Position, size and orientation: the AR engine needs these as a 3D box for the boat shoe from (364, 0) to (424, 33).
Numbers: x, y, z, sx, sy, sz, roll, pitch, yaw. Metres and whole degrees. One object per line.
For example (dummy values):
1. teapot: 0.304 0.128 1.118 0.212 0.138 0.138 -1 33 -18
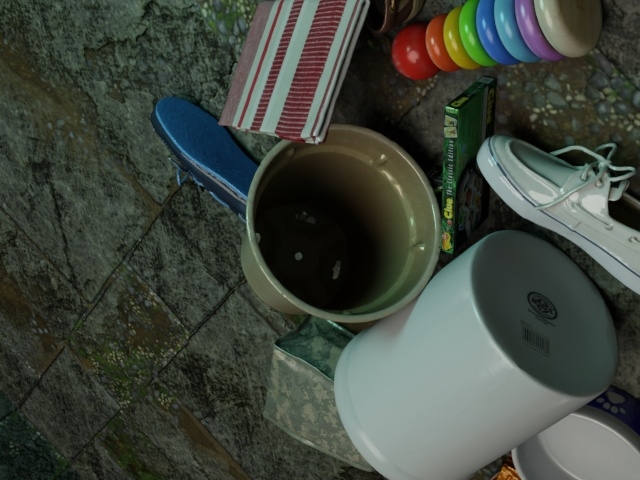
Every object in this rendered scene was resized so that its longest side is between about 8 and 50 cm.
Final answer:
1. boat shoe: 0.060 -0.477 1.396 0.123 0.123 0.342 3 120 37

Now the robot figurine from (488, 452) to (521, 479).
1. robot figurine: 0.403 0.566 1.880 0.211 0.085 0.291 28 132 20

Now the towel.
1. towel: -0.047 -0.281 1.508 0.329 0.037 0.237 19 91 57

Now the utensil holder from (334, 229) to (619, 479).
1. utensil holder: 0.259 0.206 1.581 0.327 0.327 0.385 46 133 3

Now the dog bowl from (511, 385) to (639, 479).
1. dog bowl: 0.486 0.385 1.676 0.265 0.104 0.264 20 130 27

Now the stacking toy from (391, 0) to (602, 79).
1. stacking toy: 0.240 -0.304 1.381 0.330 0.141 0.141 -9 113 46

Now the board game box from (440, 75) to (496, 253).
1. board game box: 0.237 -0.120 1.498 0.030 0.136 0.259 20 129 31

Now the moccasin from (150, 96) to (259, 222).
1. moccasin: -0.214 -0.132 1.841 0.342 0.138 0.117 47 141 3

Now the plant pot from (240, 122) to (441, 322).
1. plant pot: 0.000 0.000 1.640 0.334 0.334 0.305 50 159 -1

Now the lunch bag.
1. lunch bag: 0.041 0.323 1.934 0.287 0.169 0.235 30 133 24

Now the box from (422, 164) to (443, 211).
1. box: 0.212 -0.088 1.599 0.083 0.052 0.062 13 125 30

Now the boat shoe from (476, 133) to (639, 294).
1. boat shoe: 0.416 -0.070 1.395 0.367 0.136 0.156 39 136 6
